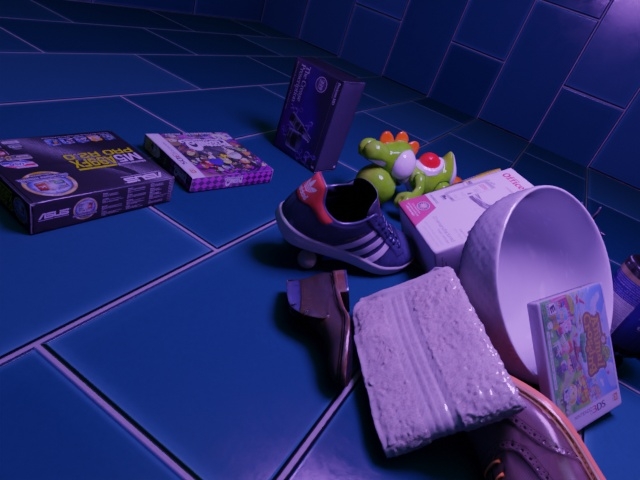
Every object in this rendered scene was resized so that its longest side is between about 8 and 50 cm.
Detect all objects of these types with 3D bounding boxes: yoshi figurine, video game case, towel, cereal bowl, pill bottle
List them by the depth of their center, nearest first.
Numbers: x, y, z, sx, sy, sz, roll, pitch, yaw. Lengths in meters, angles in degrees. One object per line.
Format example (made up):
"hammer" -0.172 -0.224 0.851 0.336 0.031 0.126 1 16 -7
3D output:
"towel" 0.148 0.154 0.661 0.187 0.049 0.282 -24 33 8
"video game case" 0.415 0.187 0.735 0.193 0.213 0.023 -8 -2 -32
"cereal bowl" 0.366 0.081 0.813 0.338 0.339 0.141 -1 -6 -32
"pill bottle" 0.589 0.145 0.875 0.122 0.219 0.123 15 31 -9
"video game case" -0.265 -0.196 1.088 0.232 0.042 0.210 -15 47 -45
"yoshi figurine" 0.233 -0.142 1.229 0.362 0.203 0.203 22 68 -26

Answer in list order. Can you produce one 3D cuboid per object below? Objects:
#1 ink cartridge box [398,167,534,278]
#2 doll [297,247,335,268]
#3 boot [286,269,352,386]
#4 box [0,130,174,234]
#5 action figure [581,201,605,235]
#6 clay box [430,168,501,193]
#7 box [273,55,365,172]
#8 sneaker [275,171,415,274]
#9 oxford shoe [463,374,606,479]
"ink cartridge box" 0.342 -0.032 0.998 0.282 0.117 0.207 -18 37 -3
"doll" 0.000 0.000 0.926 0.129 0.046 0.189 31 31 3
"boot" -0.005 0.133 0.707 0.106 0.082 0.219 -3 36 3
"box" -0.449 -0.122 0.839 0.216 0.060 0.270 34 33 23
"action figure" 0.535 0.025 1.059 0.275 0.141 0.164 -32 35 -11
"clay box" 0.376 -0.090 1.167 0.222 0.128 0.053 -20 8 -15
"box" -0.011 -0.350 1.274 0.184 0.261 0.103 36 33 26
"sneaker" 0.091 -0.035 0.880 0.350 0.148 0.131 13 41 -39
"oxford shoe" 0.247 0.287 0.539 0.132 0.130 0.364 -14 36 -24
